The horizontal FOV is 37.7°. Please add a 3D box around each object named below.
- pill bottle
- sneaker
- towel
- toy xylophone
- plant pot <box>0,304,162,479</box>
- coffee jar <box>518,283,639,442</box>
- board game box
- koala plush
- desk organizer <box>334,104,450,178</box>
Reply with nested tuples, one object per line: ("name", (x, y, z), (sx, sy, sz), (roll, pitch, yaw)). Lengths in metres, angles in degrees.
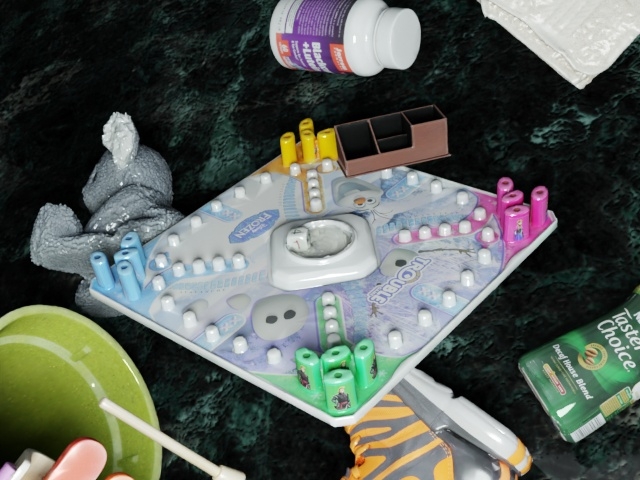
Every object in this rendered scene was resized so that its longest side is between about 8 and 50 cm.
("pill bottle", (0.035, -0.282, 1.288), (0.193, 0.108, 0.108), (12, 67, 34))
("sneaker", (0.040, 0.203, 0.965), (0.321, 0.124, 0.180), (30, 76, 38))
("towel", (0.337, -0.339, 1.114), (0.187, 0.049, 0.282), (40, 101, 7))
("toy xylophone", (-0.202, 0.300, 0.933), (0.236, 0.323, 0.081), (-61, 29, -7))
("plant pot", (-0.373, 0.251, 1.092), (0.254, 0.276, 0.276), (-28, 50, 25))
("coffee jar", (0.294, 0.112, 0.915), (0.184, 0.079, 0.096), (-33, 51, 6))
("board game box", (0.000, 0.000, 1.051), (0.390, 0.050, 0.390), (21, 44, 36))
("koala plush", (-0.250, -0.041, 1.249), (0.203, 0.196, 0.221), (-10, 55, 9))
("desk organizer", (0.084, -0.119, 1.113), (0.130, 0.050, 0.047), (-13, 34, -8))
